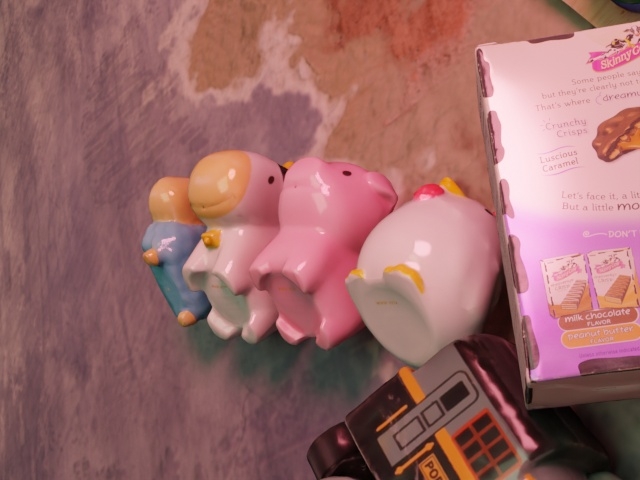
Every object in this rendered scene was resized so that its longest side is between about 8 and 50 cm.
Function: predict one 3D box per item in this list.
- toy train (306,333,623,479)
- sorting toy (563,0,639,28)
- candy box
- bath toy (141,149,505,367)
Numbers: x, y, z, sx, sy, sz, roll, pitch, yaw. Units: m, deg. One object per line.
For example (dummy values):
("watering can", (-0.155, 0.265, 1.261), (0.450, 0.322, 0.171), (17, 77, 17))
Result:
("toy train", (0.107, 0.210, 0.526), (0.190, 0.142, 0.334), (-43, 49, 14))
("sorting toy", (0.218, -0.275, 0.610), (0.257, 0.089, 0.255), (-52, 46, 20))
("candy box", (0.178, -0.020, 0.519), (0.164, 0.070, 0.196), (-8, 66, 8))
("bath toy", (0.000, 0.000, 0.722), (0.348, 0.129, 0.151), (6, 124, 49))
